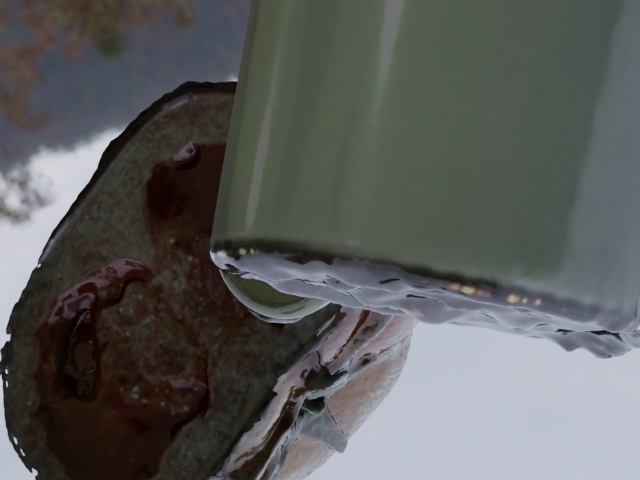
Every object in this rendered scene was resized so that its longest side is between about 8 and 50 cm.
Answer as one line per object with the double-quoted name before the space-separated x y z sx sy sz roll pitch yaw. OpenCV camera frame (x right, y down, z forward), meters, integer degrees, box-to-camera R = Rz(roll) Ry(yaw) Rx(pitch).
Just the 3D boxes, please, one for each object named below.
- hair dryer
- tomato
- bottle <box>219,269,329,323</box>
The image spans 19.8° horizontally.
"hair dryer" 0.106 -0.055 0.611 0.128 0.203 0.362 6 173 31
"tomato" -0.032 0.043 0.885 0.214 0.181 0.155 -50 150 10
"bottle" -0.001 0.001 0.653 0.063 0.047 0.101 -36 174 16
